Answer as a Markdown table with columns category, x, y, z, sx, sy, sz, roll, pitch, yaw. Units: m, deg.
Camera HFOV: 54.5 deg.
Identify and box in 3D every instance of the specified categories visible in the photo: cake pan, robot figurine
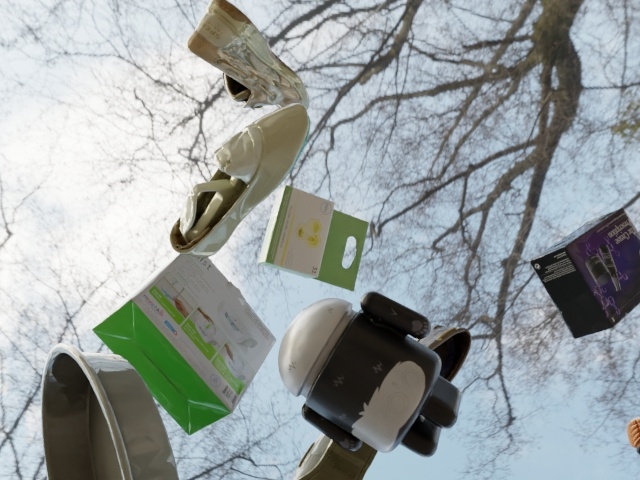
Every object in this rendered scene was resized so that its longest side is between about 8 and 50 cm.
| category | x | y | z | sx | sy | sz | roll | pitch | yaw |
| --- | --- | --- | --- | --- | --- | --- | --- | --- | --- |
| cake pan | -0.219 | 0.245 | 0.635 | 0.054 | 0.293 | 0.293 | -7 | -117 | -38 |
| robot figurine | 0.071 | 0.204 | 0.939 | 0.278 | 0.173 | 0.209 | 30 | -109 | 9 |

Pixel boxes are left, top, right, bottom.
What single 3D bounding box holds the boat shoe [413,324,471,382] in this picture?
| category | x | y | z | sx | sy | sz | roll | pitch | yaw |
| --- | --- | --- | --- | --- | --- | --- | --- | --- | --- |
| boat shoe | 0.205 | 0.283 | 1.263 | 0.324 | 0.097 | 0.116 | -39 | -79 | -42 |

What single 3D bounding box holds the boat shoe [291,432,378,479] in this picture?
| category | x | y | z | sx | sy | sz | roll | pitch | yaw |
| --- | --- | --- | --- | --- | --- | --- | --- | --- | --- |
| boat shoe | 0.010 | 0.411 | 1.057 | 0.113 | 0.103 | 0.302 | 39 | -108 | 4 |

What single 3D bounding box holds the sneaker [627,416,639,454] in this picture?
| category | x | y | z | sx | sy | sz | roll | pitch | yaw |
| --- | --- | --- | --- | --- | --- | --- | --- | --- | --- |
| sneaker | 0.680 | 0.322 | 1.076 | 0.121 | 0.262 | 0.099 | -15 | -91 | -36 |

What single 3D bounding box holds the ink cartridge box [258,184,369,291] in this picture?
| category | x | y | z | sx | sy | sz | roll | pitch | yaw |
| --- | --- | --- | --- | --- | --- | --- | --- | --- | --- |
| ink cartridge box | 0.000 | 0.000 | 1.325 | 0.235 | 0.056 | 0.171 | 18 | -102 | -22 |

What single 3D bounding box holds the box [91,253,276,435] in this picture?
| category | x | y | z | sx | sy | sz | roll | pitch | yaw |
| --- | --- | --- | --- | --- | --- | --- | --- | --- | --- |
| box | -0.235 | 0.172 | 1.145 | 0.127 | 0.231 | 0.262 | -33 | -78 | 28 |

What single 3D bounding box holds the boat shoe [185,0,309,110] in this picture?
| category | x | y | z | sx | sy | sz | roll | pitch | yaw |
| --- | --- | --- | --- | --- | --- | --- | --- | --- | --- |
| boat shoe | -0.127 | -0.297 | 1.111 | 0.122 | 0.341 | 0.110 | 40 | -88 | 26 |

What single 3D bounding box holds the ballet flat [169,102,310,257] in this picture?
| category | x | y | z | sx | sy | sz | roll | pitch | yaw |
| --- | --- | --- | --- | --- | --- | --- | --- | --- | --- |
| ballet flat | -0.107 | -0.070 | 0.754 | 0.086 | 0.086 | 0.248 | 48 | -63 | 17 |

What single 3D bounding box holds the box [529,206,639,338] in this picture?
| category | x | y | z | sx | sy | sz | roll | pitch | yaw |
| --- | --- | --- | --- | --- | --- | --- | --- | --- | --- |
| box | 0.584 | 0.063 | 1.298 | 0.261 | 0.103 | 0.184 | -25 | -94 | -37 |
